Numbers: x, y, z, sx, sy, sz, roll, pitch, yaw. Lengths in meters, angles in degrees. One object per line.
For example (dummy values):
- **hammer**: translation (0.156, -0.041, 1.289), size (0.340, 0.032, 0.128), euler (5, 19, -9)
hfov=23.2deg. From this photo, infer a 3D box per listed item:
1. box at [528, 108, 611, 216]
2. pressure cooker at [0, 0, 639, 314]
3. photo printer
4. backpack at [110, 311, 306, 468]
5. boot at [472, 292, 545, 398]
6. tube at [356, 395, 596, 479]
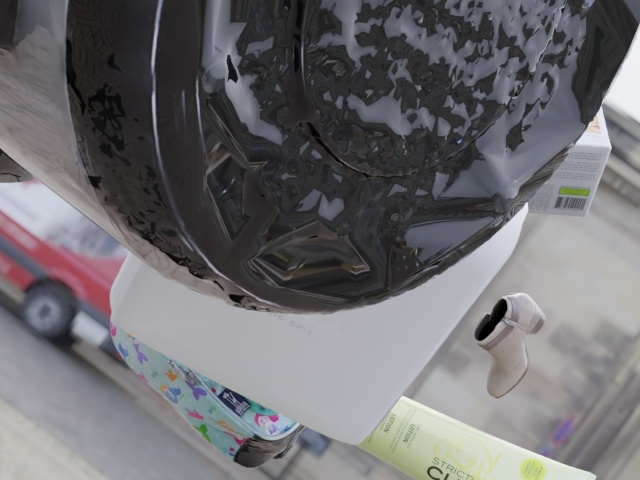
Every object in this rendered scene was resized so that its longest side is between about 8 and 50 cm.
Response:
- **box**: translation (0.219, -0.134, 1.611), size (0.114, 0.203, 0.103), euler (4, -43, -6)
- **pressure cooker**: translation (-0.077, -0.196, 0.815), size (0.420, 0.370, 0.375), euler (35, -23, 37)
- **photo printer**: translation (0.000, 0.000, 1.206), size (0.256, 0.307, 0.107), euler (28, 41, -6)
- **backpack**: translation (-0.088, 0.084, 1.654), size (0.253, 0.225, 0.191), euler (39, -34, 9)
- **boot**: translation (0.186, 0.107, 1.612), size (0.042, 0.118, 0.087), euler (33, 11, 38)
- **tube**: translation (0.129, 0.205, 1.453), size (0.240, 0.070, 0.062), euler (27, 31, 16)
